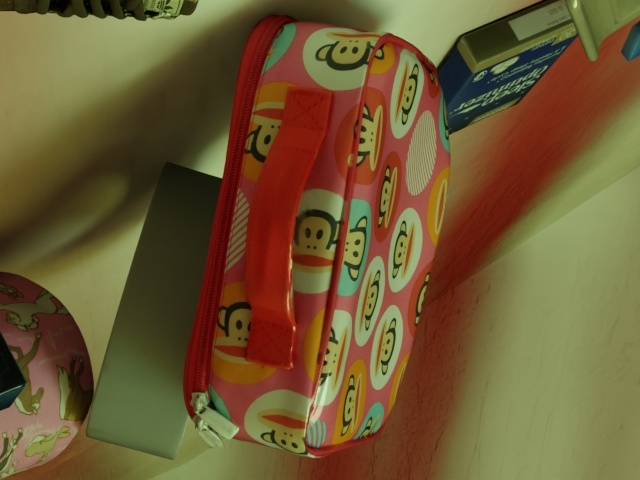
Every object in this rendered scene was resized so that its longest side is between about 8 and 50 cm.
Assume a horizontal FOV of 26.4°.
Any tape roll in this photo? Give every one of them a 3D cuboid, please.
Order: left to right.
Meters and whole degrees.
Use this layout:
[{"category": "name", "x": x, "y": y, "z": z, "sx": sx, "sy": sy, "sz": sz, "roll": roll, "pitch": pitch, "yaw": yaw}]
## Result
[{"category": "tape roll", "x": -0.116, "y": 0.054, "z": 1.049, "sx": 0.072, "sy": 0.219, "sz": 0.219, "roll": 17, "pitch": 160, "yaw": -5}]

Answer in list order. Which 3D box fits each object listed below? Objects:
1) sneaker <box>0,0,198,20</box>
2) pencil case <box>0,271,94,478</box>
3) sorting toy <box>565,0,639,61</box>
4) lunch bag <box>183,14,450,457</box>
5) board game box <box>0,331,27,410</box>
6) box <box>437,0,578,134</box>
[{"category": "sneaker", "x": -0.089, "y": -0.132, "z": 0.624, "sx": 0.188, "sy": 0.071, "sz": 0.066, "roll": -26, "pitch": 169, "yaw": -22}, {"category": "pencil case", "x": -0.328, "y": 0.116, "z": 0.905, "sx": 0.167, "sy": 0.160, "sz": 0.386, "roll": -29, "pitch": 172, "yaw": 28}, {"category": "sorting toy", "x": 0.242, "y": -0.209, "z": 0.906, "sx": 0.196, "sy": 0.047, "sz": 0.347, "roll": -36, "pitch": 168, "yaw": 10}, {"category": "lunch bag", "x": 0.000, "y": 0.000, "z": 0.931, "sx": 0.120, "sy": 0.293, "sz": 0.258, "roll": 11, "pitch": -179, "yaw": 16}, {"category": "board game box", "x": -0.295, "y": 0.052, "z": 0.686, "sx": 0.243, "sy": 0.165, "sz": 0.042, "roll": -23, "pitch": 167, "yaw": -36}, {"category": "box", "x": 0.155, "y": -0.150, "z": 1.290, "sx": 0.136, "sy": 0.036, "sz": 0.225, "roll": -25, "pitch": 170, "yaw": -22}]
